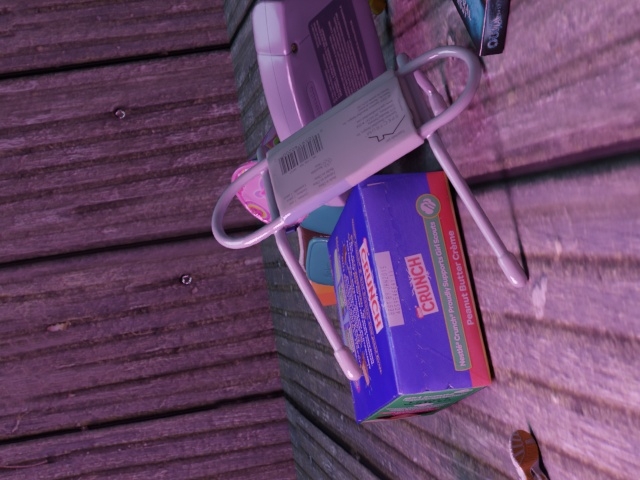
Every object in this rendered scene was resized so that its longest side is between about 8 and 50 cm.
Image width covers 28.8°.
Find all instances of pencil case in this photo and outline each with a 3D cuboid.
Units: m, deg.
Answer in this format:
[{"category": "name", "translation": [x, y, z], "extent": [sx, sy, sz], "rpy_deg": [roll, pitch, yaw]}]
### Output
[{"category": "pencil case", "translation": [-0.015, -0.140, 1.728], "extent": [0.124, 0.124, 0.284], "rpy_deg": [90, -158, -43]}]

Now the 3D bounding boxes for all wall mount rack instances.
[{"category": "wall mount rack", "translation": [0.060, -0.039, 1.346], "extent": [0.130, 0.350, 0.304], "rpy_deg": [43, -158, -41]}]

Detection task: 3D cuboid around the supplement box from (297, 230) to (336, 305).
[{"category": "supplement box", "translation": [0.000, 0.000, 2.275], "extent": [0.080, 0.078, 0.233], "rpy_deg": [-127, 30, -78]}]

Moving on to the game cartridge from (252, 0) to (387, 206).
[{"category": "game cartridge", "translation": [0.009, -0.203, 1.571], "extent": [0.062, 0.198, 0.297], "rpy_deg": [12, 133, 37]}]

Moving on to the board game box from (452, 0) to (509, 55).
[{"category": "board game box", "translation": [0.147, -0.289, 1.238], "extent": [0.126, 0.026, 0.186], "rpy_deg": [90, 168, -45]}]

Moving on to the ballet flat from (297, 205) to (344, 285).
[{"category": "ballet flat", "translation": [0.026, -0.051, 1.967], "extent": [0.400, 0.139, 0.139], "rpy_deg": [102, 157, -68]}]

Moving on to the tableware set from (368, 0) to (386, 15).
[{"category": "tableware set", "translation": [0.034, -0.285, 1.709], "extent": [0.154, 0.024, 0.104], "rpy_deg": [-30, 43, 48]}]

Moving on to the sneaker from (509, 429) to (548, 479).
[{"category": "sneaker", "translation": [0.216, 0.241, 1.309], "extent": [0.037, 0.031, 0.083], "rpy_deg": [95, 164, -57]}]

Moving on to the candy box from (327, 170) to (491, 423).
[{"category": "candy box", "translation": [0.101, 0.082, 1.589], "extent": [0.317, 0.122, 0.268], "rpy_deg": [113, 148, -75]}]
